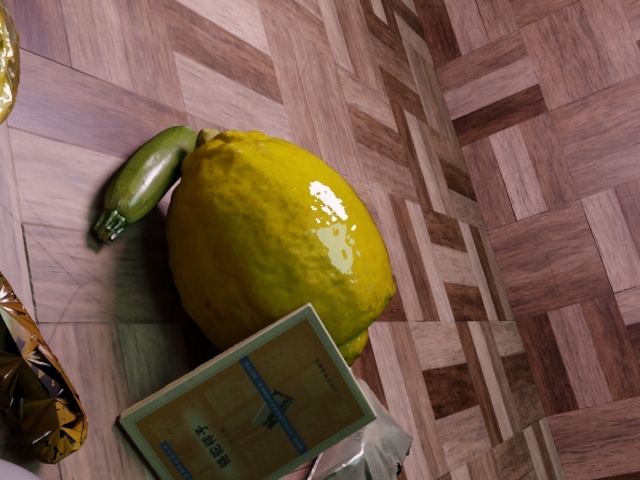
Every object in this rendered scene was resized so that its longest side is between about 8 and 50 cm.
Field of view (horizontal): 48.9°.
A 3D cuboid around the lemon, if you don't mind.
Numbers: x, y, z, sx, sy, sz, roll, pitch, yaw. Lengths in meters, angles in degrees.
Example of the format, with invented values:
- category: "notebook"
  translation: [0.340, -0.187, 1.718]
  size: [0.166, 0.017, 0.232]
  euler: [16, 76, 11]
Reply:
- category: "lemon"
  translation: [-0.060, 0.019, 0.908]
  size: [0.316, 0.285, 0.285]
  euler: [27, 35, -4]

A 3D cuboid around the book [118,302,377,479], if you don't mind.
- category: "book"
  translation: [-0.076, 0.198, 0.790]
  size: [0.170, 0.242, 0.018]
  euler: [60, -5, -17]

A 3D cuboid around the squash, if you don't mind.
- category: "squash"
  translation: [-0.216, -0.087, 0.902]
  size: [0.066, 0.066, 0.252]
  euler: [58, 28, -22]

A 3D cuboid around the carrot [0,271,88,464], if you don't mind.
- category: "carrot"
  translation: [-0.286, 0.095, 0.635]
  size: [0.228, 0.069, 0.069]
  euler: [63, 26, -9]

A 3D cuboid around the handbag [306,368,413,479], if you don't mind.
- category: "handbag"
  translation: [0.063, 0.340, 1.071]
  size: [0.182, 0.117, 0.270]
  euler: [48, 30, -11]

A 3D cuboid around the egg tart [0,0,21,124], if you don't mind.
- category: "egg tart"
  translation: [-0.382, -0.208, 0.615]
  size: [0.297, 0.132, 0.296]
  euler: [33, 48, -46]

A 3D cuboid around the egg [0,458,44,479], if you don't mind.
- category: "egg"
  translation: [-0.237, 0.250, 0.479]
  size: [0.231, 0.176, 0.176]
  euler: [57, 28, -31]
